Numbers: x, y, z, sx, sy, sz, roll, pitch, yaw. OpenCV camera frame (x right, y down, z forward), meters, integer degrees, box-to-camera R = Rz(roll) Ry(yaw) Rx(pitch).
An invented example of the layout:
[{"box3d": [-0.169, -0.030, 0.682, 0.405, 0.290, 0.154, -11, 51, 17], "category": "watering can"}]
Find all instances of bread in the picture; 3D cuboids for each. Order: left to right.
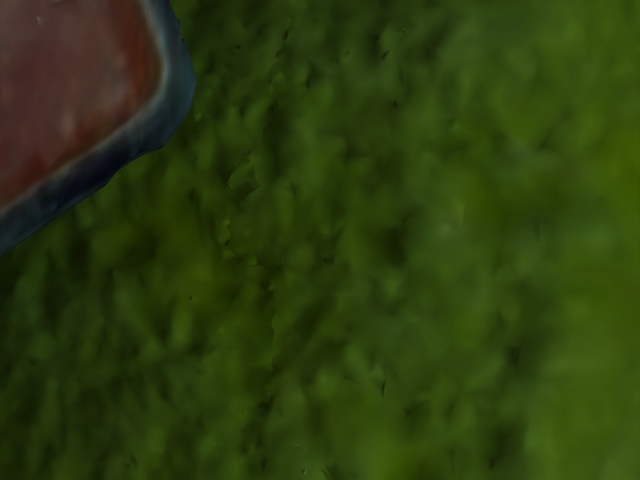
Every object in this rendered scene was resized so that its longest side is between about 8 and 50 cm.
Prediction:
[{"box3d": [0.000, 0.000, 0.605, 0.308, 0.348, 0.348, 13, 91, -68], "category": "bread"}]

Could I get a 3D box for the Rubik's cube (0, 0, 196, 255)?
[{"box3d": [-0.261, -0.113, 0.331, 0.318, 0.316, 0.313, -37, 133, -27], "category": "Rubik's cube"}]
